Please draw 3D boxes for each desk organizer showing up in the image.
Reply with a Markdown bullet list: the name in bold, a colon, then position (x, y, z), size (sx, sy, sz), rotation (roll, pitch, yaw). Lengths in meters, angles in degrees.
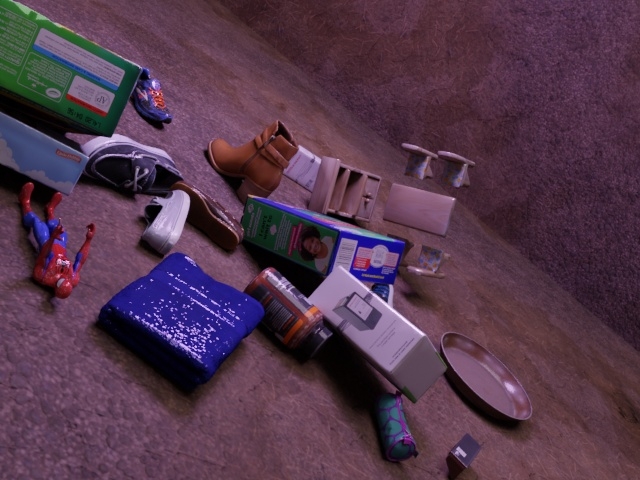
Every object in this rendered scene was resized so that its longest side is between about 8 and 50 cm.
- **desk organizer**: position (0.301, 0.466, 1.683), size (0.047, 0.050, 0.130), rotation (44, 21, 15)

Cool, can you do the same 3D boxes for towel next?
- **towel**: position (-0.248, 0.143, 1.438), size (0.227, 0.076, 0.308), rotation (32, 21, 4)

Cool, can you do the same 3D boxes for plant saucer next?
- **plant saucer**: position (0.434, 0.374, 2.103), size (0.310, 0.050, 0.311), rotation (32, 20, -14)

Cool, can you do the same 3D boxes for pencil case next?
- **pencil case**: position (0.153, 0.379, 1.594), size (0.064, 0.070, 0.152), rotation (30, 21, -22)

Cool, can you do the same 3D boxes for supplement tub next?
- **supplement tub**: position (-0.069, 0.156, 1.648), size (0.198, 0.106, 0.106), rotation (42, 21, 11)

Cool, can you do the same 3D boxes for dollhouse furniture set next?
- **dollhouse furniture set**: position (0.204, -0.116, 2.352), size (0.394, 0.362, 0.256), rotation (18, 4, 37)

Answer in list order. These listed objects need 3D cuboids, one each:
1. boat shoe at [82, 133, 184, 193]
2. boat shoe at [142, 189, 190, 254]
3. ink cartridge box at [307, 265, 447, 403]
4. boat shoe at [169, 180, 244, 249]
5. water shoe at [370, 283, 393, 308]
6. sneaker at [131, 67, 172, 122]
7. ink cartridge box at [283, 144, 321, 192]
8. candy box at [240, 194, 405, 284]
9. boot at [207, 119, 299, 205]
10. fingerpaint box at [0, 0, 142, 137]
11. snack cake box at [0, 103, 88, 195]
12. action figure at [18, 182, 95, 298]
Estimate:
- **boat shoe**: position (-0.415, -0.155, 1.745), size (0.102, 0.108, 0.301), rotation (45, 14, 21)
- **boat shoe**: position (-0.339, -0.057, 1.686), size (0.081, 0.079, 0.228), rotation (35, 23, -21)
- **ink cartridge box**: position (0.123, 0.203, 1.700), size (0.273, 0.115, 0.198), rotation (39, -8, 36)
- **boat shoe**: position (-0.264, -0.063, 1.833), size (0.207, 0.073, 0.073), rotation (46, 27, -7)
- **water shoe**: position (0.146, 0.148, 2.066), size (0.080, 0.073, 0.203), rotation (30, 21, -14)
- **sneaker**: position (-0.477, -0.406, 2.183), size (0.221, 0.087, 0.083), rotation (49, 24, 26)
- **ink cartridge box**: position (-0.042, -0.228, 2.510), size (0.135, 0.099, 0.056), rotation (33, 21, -16)
- **candy box**: position (0.000, 0.000, 1.910), size (0.317, 0.122, 0.268), rotation (20, 6, 39)
- **boot**: position (-0.186, -0.249, 2.142), size (0.109, 0.220, 0.283), rotation (16, 29, -44)
- **fingerpaint box**: position (-0.632, -0.364, 1.532), size (0.444, 0.163, 0.371), rotation (25, -5, -32)
- **snack cake box**: position (-0.587, -0.194, 1.493), size (0.264, 0.089, 0.152), rotation (28, 5, -26)
- **action figure**: position (-0.452, -0.022, 1.356), size (0.091, 0.139, 0.280), rotation (19, 30, -40)
